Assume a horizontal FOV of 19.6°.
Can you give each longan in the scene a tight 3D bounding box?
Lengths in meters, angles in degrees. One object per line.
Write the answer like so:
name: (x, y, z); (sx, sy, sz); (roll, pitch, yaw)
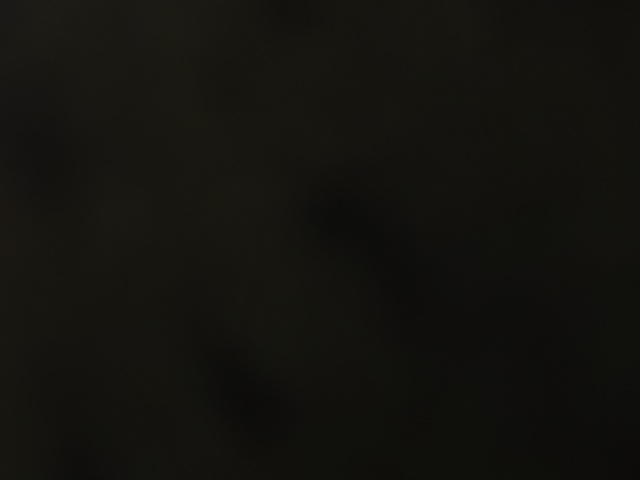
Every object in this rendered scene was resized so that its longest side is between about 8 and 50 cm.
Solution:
longan: (0.000, 0.000, 0.499); (0.404, 0.405, 0.336); (-20, 15, 0)
